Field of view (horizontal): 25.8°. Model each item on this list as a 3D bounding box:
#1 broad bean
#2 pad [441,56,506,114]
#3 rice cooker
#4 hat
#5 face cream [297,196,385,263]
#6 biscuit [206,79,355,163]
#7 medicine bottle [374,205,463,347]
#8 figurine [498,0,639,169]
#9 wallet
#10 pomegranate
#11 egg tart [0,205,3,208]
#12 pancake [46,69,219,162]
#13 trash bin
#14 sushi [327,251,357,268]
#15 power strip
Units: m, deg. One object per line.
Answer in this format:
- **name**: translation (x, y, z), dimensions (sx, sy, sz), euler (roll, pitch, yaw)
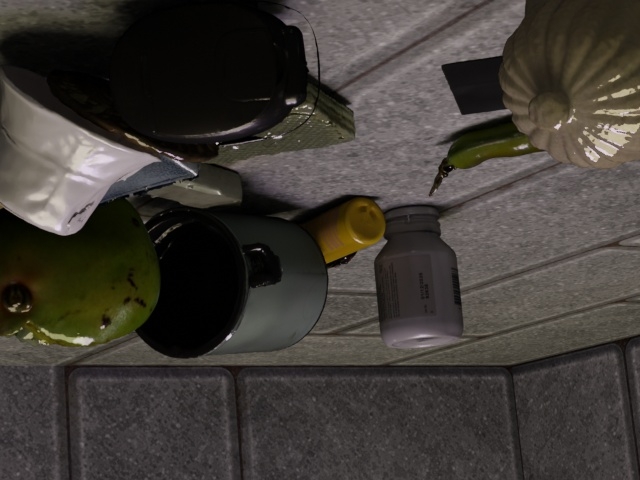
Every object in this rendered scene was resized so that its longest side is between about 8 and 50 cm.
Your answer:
- **broad bean**: translation (0.272, -0.132, 1.809), dimensions (0.325, 0.067, 0.075), euler (-10, 136, 33)
- **pad**: translation (0.213, -0.185, 1.662), dimensions (0.116, 0.004, 0.193), euler (-8, 167, 12)
- **rice cooker**: translation (-0.101, -0.161, 1.354), dimensions (0.203, 0.142, 0.118), euler (-2, 179, 3)
- **hat**: translation (-0.279, -0.085, 1.454), dimensions (0.203, 0.126, 0.203), euler (33, -174, -4)
- **face cream**: translation (0.000, 0.000, 2.242), dimensions (0.078, 0.078, 0.273), euler (3, 165, -31)
- **biscuit**: translation (-0.098, -0.133, 1.670), dimensions (0.252, 0.052, 0.150), euler (-7, 166, 20)
- **medicine bottle**: translation (0.155, 0.059, 2.245), dimensions (0.135, 0.215, 0.135), euler (-4, 167, -1)
- **figurine**: translation (0.318, -0.164, 1.341), dimensions (0.332, 0.204, 0.185), euler (6, 161, -40)
- **wallet**: translation (-0.272, -0.104, 1.655), dimensions (0.222, 0.036, 0.167), euler (-14, 142, 37)
- **pomegranate**: translation (-0.367, 0.007, 1.894), dimensions (0.309, 0.216, 0.358), euler (-1, -162, 6)
- **egg tart**: translation (-0.523, -0.066, 1.665), dimensions (0.288, 0.118, 0.288), euler (-3, 165, -1)
- **pancake**: translation (-0.196, -0.132, 1.462), dimensions (0.199, 0.021, 0.199), euler (26, -167, -6)
- **trash bin**: translation (-0.141, 0.065, 2.098), dimensions (0.277, 0.217, 0.262), euler (-10, 173, 26)
- **sushi**: translation (0.041, 0.022, 2.291), dimensions (0.126, 0.026, 0.120), euler (-49, -166, -32)
- **power strip**: translation (-0.196, -0.082, 1.871), dimensions (0.080, 0.048, 0.286), euler (-10, 167, 31)
